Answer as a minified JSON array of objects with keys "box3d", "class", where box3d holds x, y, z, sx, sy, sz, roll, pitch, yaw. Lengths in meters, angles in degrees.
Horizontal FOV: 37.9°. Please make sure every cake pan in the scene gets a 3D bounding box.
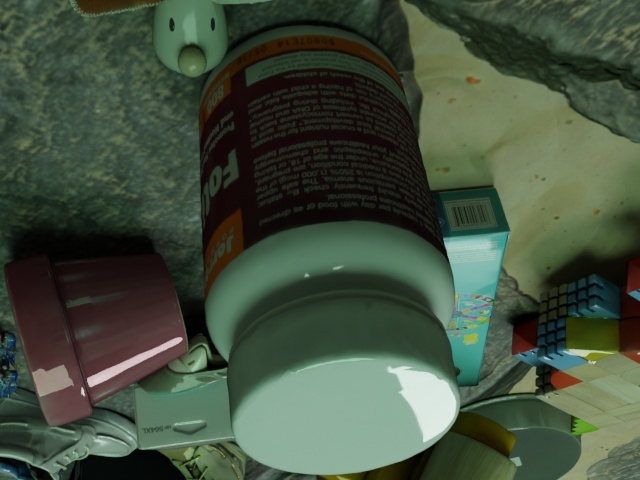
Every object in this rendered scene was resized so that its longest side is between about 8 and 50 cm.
[{"box3d":[0.318,0.364,1.611,0.293,0.054,0.293,-4,139,-4],"class":"cake pan"}]

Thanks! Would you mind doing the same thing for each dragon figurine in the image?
[{"box3d":[-0.511,0.218,1.279,0.144,0.085,0.289,20,131,-29],"class":"dragon figurine"}]

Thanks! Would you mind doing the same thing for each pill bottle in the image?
[{"box3d":[0.000,0.000,0.876,0.223,0.392,0.224,-5,139,-4],"class":"pill bottle"}]

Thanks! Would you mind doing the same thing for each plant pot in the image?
[{"box3d":[-0.263,0.100,1.119,0.180,0.201,0.201,-16,142,-16],"class":"plant pot"}]

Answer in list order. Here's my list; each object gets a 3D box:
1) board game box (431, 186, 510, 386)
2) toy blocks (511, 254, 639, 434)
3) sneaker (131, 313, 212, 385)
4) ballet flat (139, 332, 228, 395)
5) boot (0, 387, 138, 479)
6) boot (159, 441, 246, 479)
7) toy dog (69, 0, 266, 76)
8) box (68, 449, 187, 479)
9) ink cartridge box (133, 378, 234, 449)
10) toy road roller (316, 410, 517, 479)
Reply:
[{"box3d":[0.095,0.082,1.228,0.253,0.079,0.336,-5,139,-3],"class":"board game box"},{"box3d":[0.408,0.142,1.271,0.260,0.191,0.381,27,145,-26],"class":"toy blocks"},{"box3d":[-0.211,0.167,1.274,0.211,0.080,0.081,-12,138,5],"class":"sneaker"},{"box3d":[-0.128,0.143,1.185,0.213,0.072,0.068,-9,125,-4],"class":"ballet flat"},{"box3d":[-0.384,0.309,1.375,0.258,0.123,0.095,23,131,-31],"class":"boot"},{"box3d":[-0.185,0.381,1.459,0.077,0.165,0.213,-28,137,21],"class":"boot"},{"box3d":[-0.106,-0.255,0.742,0.220,0.161,0.334,-18,138,11],"class":"toy dog"},{"box3d":[-0.337,0.456,1.574,0.184,0.103,0.261,8,137,-21],"class":"box"},{"box3d":[-0.164,0.241,1.302,0.148,0.086,0.203,-8,167,0],"class":"ink cartridge box"},{"box3d":[0.096,0.318,1.352,0.240,0.203,0.329,34,162,-19],"class":"toy road roller"}]
